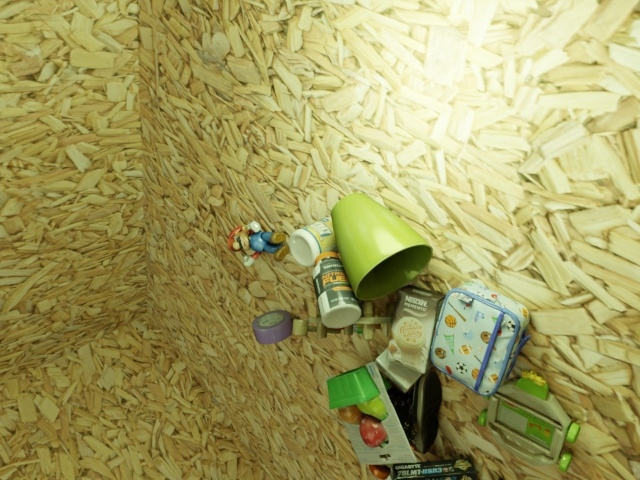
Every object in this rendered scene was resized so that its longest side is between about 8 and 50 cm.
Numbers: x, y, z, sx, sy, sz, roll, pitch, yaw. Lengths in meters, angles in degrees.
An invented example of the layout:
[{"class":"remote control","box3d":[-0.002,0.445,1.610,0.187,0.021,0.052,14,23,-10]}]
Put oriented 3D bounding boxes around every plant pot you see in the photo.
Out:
[{"class":"plant pot","box3d":[0.162,-0.007,1.404,0.293,0.275,0.274,59,144,30]}]

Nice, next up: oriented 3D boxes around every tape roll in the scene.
[{"class":"tape roll","box3d":[-0.227,0.411,2.087,0.189,0.189,0.080,6,116,46]}]

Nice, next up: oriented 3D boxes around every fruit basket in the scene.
[{"class":"fruit basket","box3d":[0.180,0.643,1.617,0.327,0.166,0.352,-40,75,49]}]

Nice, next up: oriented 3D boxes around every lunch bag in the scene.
[{"class":"lunch bag","box3d":[0.465,0.283,1.279,0.243,0.115,0.303,28,119,40]}]

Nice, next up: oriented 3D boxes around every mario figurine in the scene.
[{"class":"mario figurine","box3d":[-0.308,0.021,1.967,0.321,0.170,0.197,7,81,38]}]

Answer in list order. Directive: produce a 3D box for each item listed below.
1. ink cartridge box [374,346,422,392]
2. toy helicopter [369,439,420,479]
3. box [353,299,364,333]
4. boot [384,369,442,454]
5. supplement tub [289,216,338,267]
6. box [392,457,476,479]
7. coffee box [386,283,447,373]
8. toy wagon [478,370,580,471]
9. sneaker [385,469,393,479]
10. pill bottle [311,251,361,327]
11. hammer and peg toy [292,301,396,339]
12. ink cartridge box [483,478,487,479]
[{"class":"ink cartridge box","box3d":[0.299,0.415,1.525,0.145,0.179,0.045,42,147,24]},{"class":"toy helicopter","box3d":[0.261,0.787,1.788,0.355,0.235,0.140,45,115,54]},{"class":"box","box3d":[0.140,0.295,1.735,0.105,0.043,0.179,-14,101,50]},{"class":"boot","box3d":[0.303,0.598,1.658,0.284,0.138,0.377,20,130,40]},{"class":"supplement tub","box3d":[0.000,0.000,1.598,0.144,0.200,0.144,25,128,37]},{"class":"box","box3d":[0.423,0.948,1.628,0.073,0.294,0.295,-92,-5,-66]},{"class":"coffee box","box3d":[0.311,0.283,1.423,0.141,0.098,0.246,13,101,32]},{"class":"toy wagon","box3d":[0.623,0.520,1.310,0.267,0.068,0.344,21,124,39]},{"class":"sneaker","box3d":[0.304,0.956,1.898,0.108,0.100,0.271,-32,82,27]},{"class":"pill bottle","box3d":[0.044,0.152,1.430,0.245,0.131,0.130,-105,25,-43]},{"class":"hammer and peg toy","box3d":[0.089,0.283,1.581,0.362,0.266,0.127,-7,79,35]},{"class":"ink cartridge box","box3d":[0.671,0.922,1.490,0.235,0.056,0.171,23,126,43]}]
